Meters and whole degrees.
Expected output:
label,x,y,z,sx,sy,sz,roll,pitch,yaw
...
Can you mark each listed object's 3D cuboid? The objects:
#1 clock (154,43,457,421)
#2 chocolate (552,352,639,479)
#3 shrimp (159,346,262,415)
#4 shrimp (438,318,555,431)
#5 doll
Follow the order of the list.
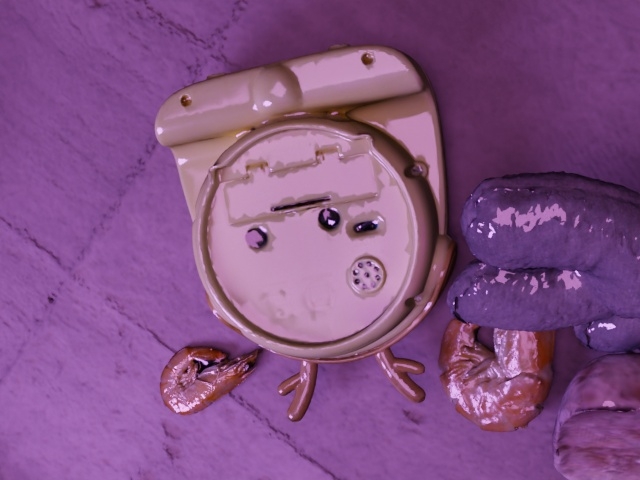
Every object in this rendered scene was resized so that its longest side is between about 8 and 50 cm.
label,x,y,z,sx,sy,sz,roll,pitch,yaw
clock,0.000,0.000,0.821,0.235,0.096,0.308,-11,93,13
chocolate,0.331,0.142,0.734,0.303,0.185,0.100,2,61,10
shrimp,-0.106,0.119,0.895,0.108,0.023,0.059,-36,78,13
shrimp,0.156,0.076,0.828,0.099,0.041,0.180,12,99,26
doll,0.267,-0.010,0.723,0.340,0.158,0.246,1,135,7
